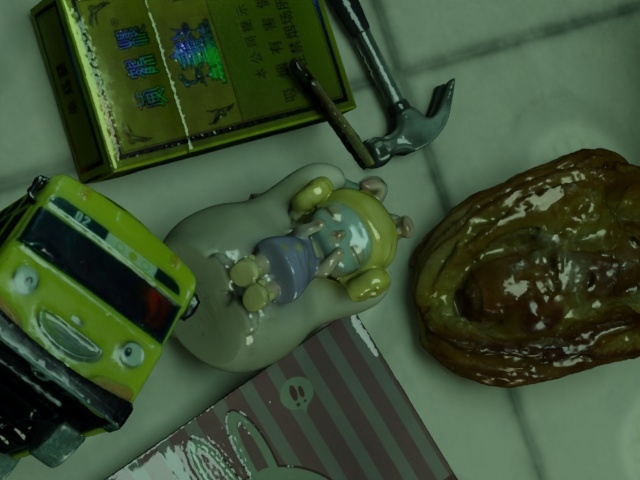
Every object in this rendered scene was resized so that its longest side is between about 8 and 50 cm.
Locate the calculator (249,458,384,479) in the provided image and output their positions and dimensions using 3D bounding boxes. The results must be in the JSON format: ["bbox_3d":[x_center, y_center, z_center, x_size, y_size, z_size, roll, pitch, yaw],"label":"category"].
[{"bbox_3d":[-0.002,0.254,1.346,0.121,0.039,0.210,4,77,-29],"label":"calculator"}]

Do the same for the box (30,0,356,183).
[{"bbox_3d":[-0.094,-0.137,1.364,0.220,0.064,0.141,-18,91,-32],"label":"box"}]

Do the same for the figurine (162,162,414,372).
[{"bbox_3d":[0.000,0.000,1.341,0.235,0.155,0.127,-29,80,-35],"label":"figurine"}]

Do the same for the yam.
[{"bbox_3d":[0.009,-0.096,1.373,0.014,0.014,0.107,-48,113,-28],"label":"yam"}]

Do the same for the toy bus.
[{"bbox_3d":[-0.195,0.058,1.154,0.128,0.262,0.150,39,61,-17],"label":"toy bus"}]

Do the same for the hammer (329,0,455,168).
[{"bbox_3d":[0.029,-0.186,1.466,0.103,0.029,0.246,-26,91,-30],"label":"hammer"}]

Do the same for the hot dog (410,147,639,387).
[{"bbox_3d":[0.199,0.024,1.462,0.259,0.114,0.175,-20,88,-31],"label":"hot dog"}]

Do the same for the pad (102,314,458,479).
[{"bbox_3d":[-0.034,0.208,1.314,0.300,0.005,0.202,-33,93,-28],"label":"pad"}]
